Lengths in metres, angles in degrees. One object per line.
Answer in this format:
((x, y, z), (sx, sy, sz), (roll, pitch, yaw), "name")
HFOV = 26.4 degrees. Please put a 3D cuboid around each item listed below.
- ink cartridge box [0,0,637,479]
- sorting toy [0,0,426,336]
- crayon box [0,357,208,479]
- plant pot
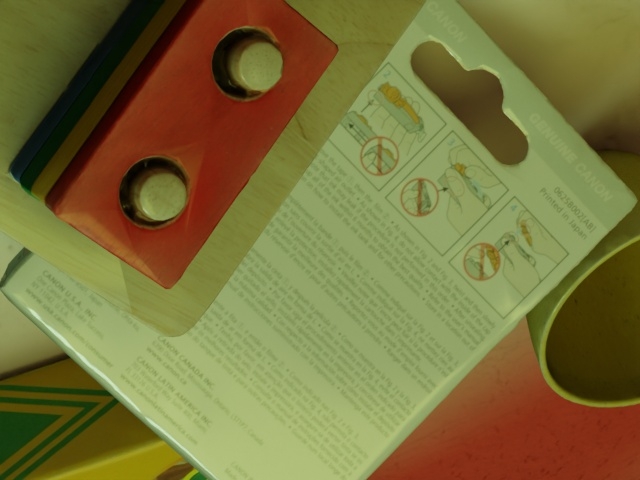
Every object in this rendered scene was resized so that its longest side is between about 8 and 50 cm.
((0.000, 0.000, 0.632), (0.232, 0.066, 0.189), (-46, 105, -5), "ink cartridge box")
((-0.057, -0.129, 0.400), (0.257, 0.089, 0.255), (37, 87, -28), "sorting toy")
((-0.131, 0.159, 0.752), (0.318, 0.081, 0.202), (-19, 135, -5), "crayon box")
((0.158, 0.008, 0.715), (0.134, 0.095, 0.134), (-12, 134, -12), "plant pot")
